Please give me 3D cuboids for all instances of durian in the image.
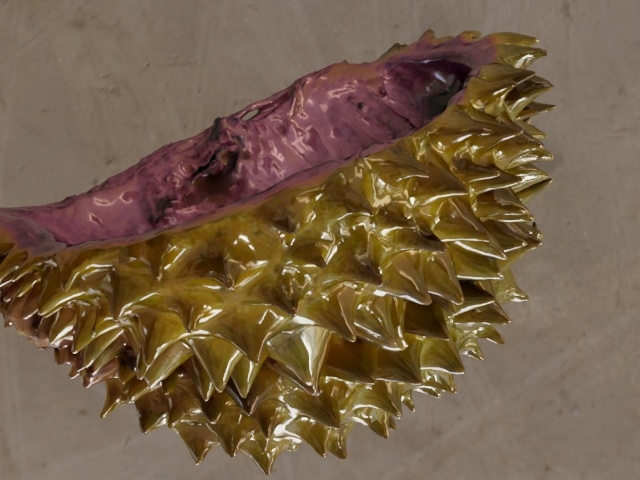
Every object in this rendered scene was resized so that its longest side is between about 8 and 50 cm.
[{"bbox_3d":[0.011,0.009,0.455,0.154,0.260,0.186,25,146,46],"label":"durian"}]
